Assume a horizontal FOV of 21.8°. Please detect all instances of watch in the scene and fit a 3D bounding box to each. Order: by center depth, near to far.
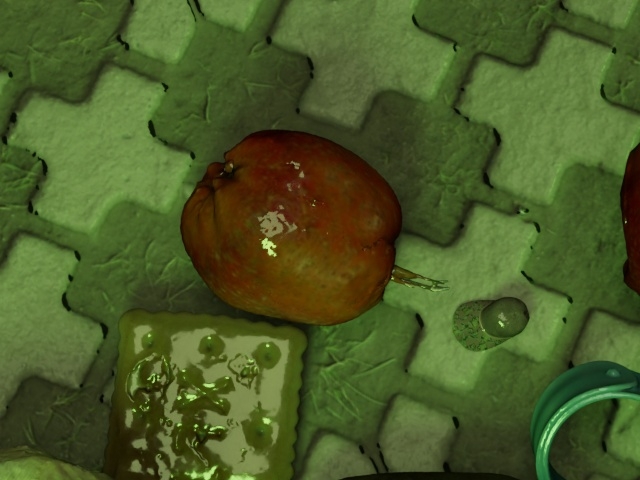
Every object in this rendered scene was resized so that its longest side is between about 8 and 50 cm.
[{"bbox_3d":[0.323,0.221,1.740,0.193,0.211,0.211,-23,75,8],"label":"watch"}]

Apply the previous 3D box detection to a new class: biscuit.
[{"bbox_3d":[-0.133,0.240,1.799,0.217,0.044,0.325,6,83,6],"label":"biscuit"}]

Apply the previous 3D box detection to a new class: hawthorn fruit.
[{"bbox_3d":[0.000,0.000,1.799,0.299,0.211,0.211,25,78,-5],"label":"hawthorn fruit"}]

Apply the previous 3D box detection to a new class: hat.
[{"bbox_3d":[0.190,0.089,1.839,0.087,0.042,0.058,-7,75,1],"label":"hat"}]

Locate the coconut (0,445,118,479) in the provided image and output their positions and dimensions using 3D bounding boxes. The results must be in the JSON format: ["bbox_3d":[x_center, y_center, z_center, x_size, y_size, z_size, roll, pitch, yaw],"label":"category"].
[{"bbox_3d":[-0.308,0.349,1.659,0.297,0.254,0.297,-8,70,24],"label":"coconut"}]

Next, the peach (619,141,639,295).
[{"bbox_3d":[0.492,-0.028,1.730,0.372,0.373,0.290,20,45,8],"label":"peach"}]

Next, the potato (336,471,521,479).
[{"bbox_3d":[0.103,0.329,1.707,0.307,0.210,0.173,1,117,10],"label":"potato"}]
